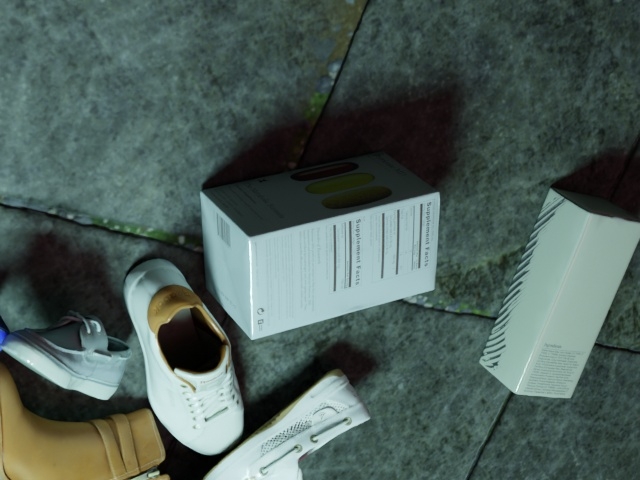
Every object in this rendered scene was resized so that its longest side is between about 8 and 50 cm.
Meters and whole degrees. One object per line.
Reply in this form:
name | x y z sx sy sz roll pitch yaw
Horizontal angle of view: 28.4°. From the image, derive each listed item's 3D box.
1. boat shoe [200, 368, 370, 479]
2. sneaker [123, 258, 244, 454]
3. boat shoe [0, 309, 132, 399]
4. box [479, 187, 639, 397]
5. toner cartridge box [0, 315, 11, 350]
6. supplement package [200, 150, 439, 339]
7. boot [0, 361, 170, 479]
boat shoe | -0.055 0.281 1.591 0.277 0.098 0.096 -39 83 -7
sneaker | -0.148 0.165 1.484 0.106 0.123 0.290 -31 127 -15
boat shoe | -0.270 0.115 1.377 0.081 0.079 0.227 -60 162 -6
box | 0.327 0.074 1.726 0.113 0.094 0.275 10 109 -34
toner cartridge box | -0.498 0.064 1.257 0.165 0.075 0.348 -51 128 0
supplement package | 0.000 0.000 1.472 0.244 0.139 0.133 -14 121 -25
boot | -0.285 0.235 1.455 0.220 0.109 0.283 -21 105 -33
